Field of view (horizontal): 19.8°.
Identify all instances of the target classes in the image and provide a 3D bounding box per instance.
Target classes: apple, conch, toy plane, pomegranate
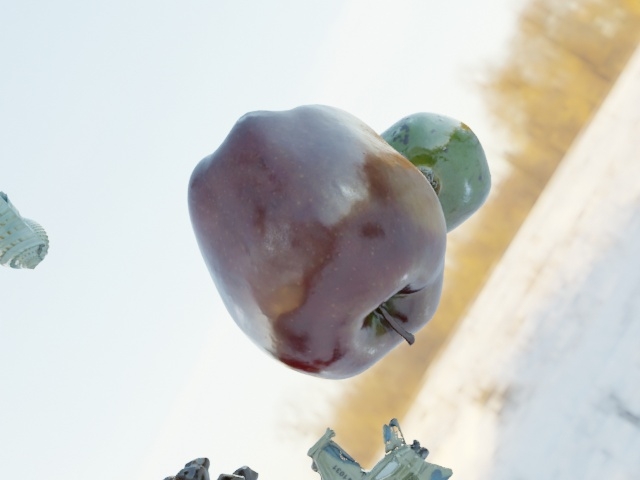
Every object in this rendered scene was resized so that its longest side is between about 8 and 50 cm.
[{"bbox_3d":[0.000,0.000,2.143,0.288,0.317,0.288,-31,-23,-15],"label":"apple"},{"bbox_3d":[-0.299,-0.008,1.754,0.056,0.085,0.076,-47,-12,-11],"label":"conch"},{"bbox_3d":[0.028,0.327,2.134,0.262,0.192,0.088,-44,10,11],"label":"toy plane"},{"bbox_3d":[0.143,-0.086,2.566,0.181,0.181,0.224,-61,-5,21],"label":"pomegranate"}]

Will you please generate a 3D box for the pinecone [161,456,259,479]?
[{"bbox_3d":[-0.132,0.455,2.388,0.384,0.384,0.384,-57,-7,-10],"label":"pinecone"}]
